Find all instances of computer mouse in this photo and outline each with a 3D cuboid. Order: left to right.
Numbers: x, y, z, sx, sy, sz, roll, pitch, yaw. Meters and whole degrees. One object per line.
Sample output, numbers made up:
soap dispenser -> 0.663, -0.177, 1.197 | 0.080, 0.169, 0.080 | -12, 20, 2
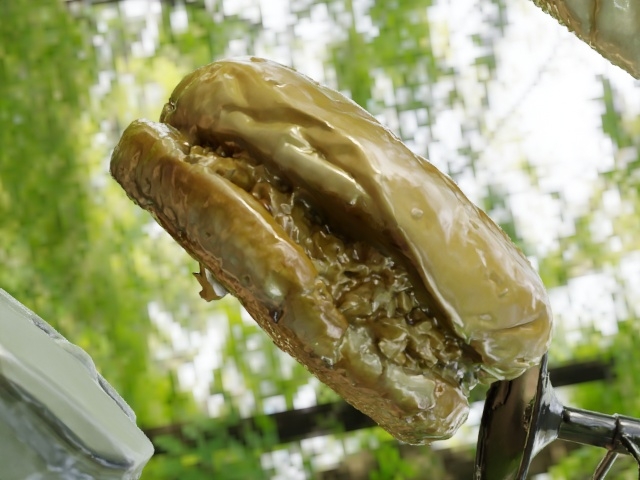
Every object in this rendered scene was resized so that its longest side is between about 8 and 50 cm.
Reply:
computer mouse -> -0.328, 0.085, 1.647 | 0.145, 0.429, 0.228 | -62, -156, 11

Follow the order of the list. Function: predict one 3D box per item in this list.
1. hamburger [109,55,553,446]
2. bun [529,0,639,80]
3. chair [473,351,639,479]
hamburger -> 0.000, 0.000, 1.310 | 0.319, 0.158, 0.318 | 38, -8, 6
bun -> 0.369, -0.296, 2.051 | 0.227, 0.352, 0.349 | -62, 172, 20
chair -> 0.355, 0.187, 1.737 | 0.226, 0.401, 0.226 | -169, -90, -84
